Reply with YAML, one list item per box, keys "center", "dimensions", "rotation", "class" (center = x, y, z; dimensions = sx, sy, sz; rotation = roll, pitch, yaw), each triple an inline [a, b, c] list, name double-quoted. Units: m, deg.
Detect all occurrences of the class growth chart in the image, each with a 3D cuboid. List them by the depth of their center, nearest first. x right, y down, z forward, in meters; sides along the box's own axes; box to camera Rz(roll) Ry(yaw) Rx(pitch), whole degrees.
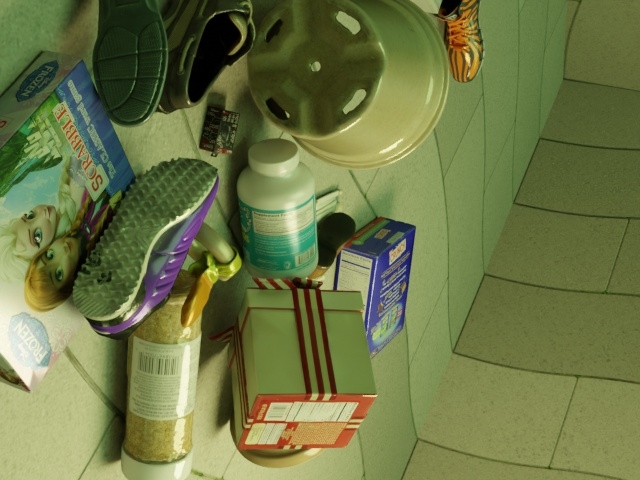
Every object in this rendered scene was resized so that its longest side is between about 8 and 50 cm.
- center: [0.000, 0.000, 2.027]
  dimensions: [0.172, 0.021, 0.237]
  rotation: [-15, 118, -65]
  class: "growth chart"

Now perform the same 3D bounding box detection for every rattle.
- center: [-0.231, 0.014, 1.331]
  dimensions: [0.143, 0.200, 0.130]
  rotation: [-49, -175, -5]
  class: "rattle"

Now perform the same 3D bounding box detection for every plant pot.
- center: [0.029, -0.282, 1.459]
  dimensions: [0.305, 0.334, 0.333]
  rotation: [-19, 122, -73]
  class: "plant pot"
- center: [-0.079, 0.338, 1.790]
  dimensions: [0.237, 0.237, 0.109]
  rotation: [-53, 141, -41]
  class: "plant pot"

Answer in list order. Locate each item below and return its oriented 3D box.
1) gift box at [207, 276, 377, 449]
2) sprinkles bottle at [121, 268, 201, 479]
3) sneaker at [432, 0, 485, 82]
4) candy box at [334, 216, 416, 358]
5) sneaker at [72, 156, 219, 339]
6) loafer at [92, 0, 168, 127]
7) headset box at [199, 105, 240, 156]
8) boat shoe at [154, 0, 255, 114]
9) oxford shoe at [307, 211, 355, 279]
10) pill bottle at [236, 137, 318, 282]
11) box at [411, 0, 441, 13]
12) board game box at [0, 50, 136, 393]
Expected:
- center: [-0.059, 0.221, 1.627]
  dimensions: [0.255, 0.276, 0.258]
  rotation: [118, -27, -46]
  class: "gift box"
- center: [-0.260, 0.227, 1.439]
  dimensions: [0.121, 0.121, 0.355]
  rotation: [-28, 129, -60]
  class: "sprinkles bottle"
- center: [0.370, -0.591, 2.412]
  dimensions: [0.180, 0.125, 0.321]
  rotation: [-28, 119, -55]
  class: "sneaker"
- center: [0.137, 0.128, 2.296]
  dimensions: [0.268, 0.122, 0.317]
  rotation: [-32, 134, -57]
  class: "candy box"
- center: [-0.238, 0.016, 1.239]
  dimensions: [0.293, 0.102, 0.146]
  rotation: [-58, 160, -28]
  class: "sneaker"
- center: [-0.245, -0.279, 1.136]
  dimensions: [0.084, 0.096, 0.267]
  rotation: [-141, -132, -86]
  class: "loafer"
- center: [-0.173, -0.184, 1.497]
  dimensions: [0.062, 0.032, 0.083]
  rotation: [-3, 107, -66]
  class: "headset box"
- center: [-0.158, -0.319, 1.318]
  dimensions: [0.355, 0.130, 0.132]
  rotation: [-63, 155, -25]
  class: "boat shoe"
- center: [0.015, 0.010, 1.979]
  dimensions: [0.212, 0.076, 0.076]
  rotation: [-54, 178, -46]
  class: "oxford shoe"
- center: [-0.080, -0.056, 1.645]
  dimensions: [0.146, 0.146, 0.264]
  rotation: [-49, 146, -46]
  class: "pill bottle"
- center: [0.237, -0.608, 2.086]
  dimensions: [0.101, 0.102, 0.087]
  rotation: [28, 80, -68]
  class: "box"
- center: [-0.362, -0.018, 1.121]
  dimensions: [0.318, 0.066, 0.318]
  rotation: [-60, 153, -31]
  class: "board game box"
